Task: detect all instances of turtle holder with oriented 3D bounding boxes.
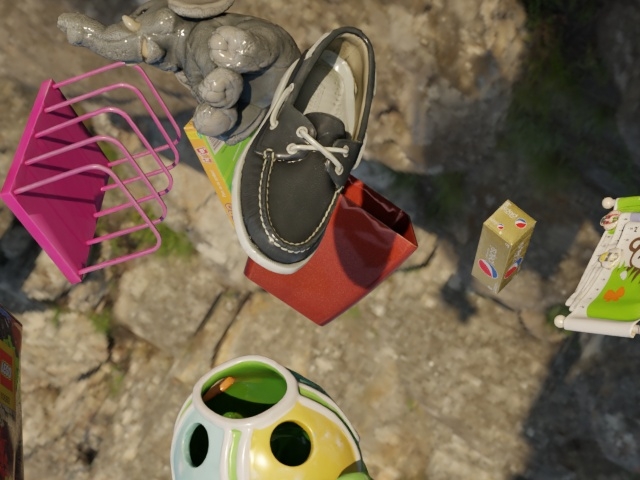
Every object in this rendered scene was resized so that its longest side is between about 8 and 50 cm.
[{"bbox_3d":[-0.060,0.286,1.225,0.320,0.243,0.227,-116,12,-60],"label":"turtle holder"}]

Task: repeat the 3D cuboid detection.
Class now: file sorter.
[{"bbox_3d":[-0.346,-0.120,1.599,0.182,0.291,0.202,-16,131,16],"label":"file sorter"}]

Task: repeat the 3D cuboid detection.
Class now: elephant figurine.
[{"bbox_3d":[-0.151,-0.240,1.185,0.239,0.169,0.186,41,-166,26],"label":"elephant figurine"}]

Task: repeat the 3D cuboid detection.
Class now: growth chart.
[{"bbox_3d":[0.388,0.026,1.248,0.021,0.237,0.172,44,150,-24],"label":"growth chart"}]

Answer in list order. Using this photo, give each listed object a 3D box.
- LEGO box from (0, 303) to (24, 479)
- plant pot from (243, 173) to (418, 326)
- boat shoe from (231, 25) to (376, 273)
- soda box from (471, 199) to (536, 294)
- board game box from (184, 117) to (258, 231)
[{"bbox_3d":[-0.673,0.300,1.367,0.500,0.373,0.193,-9,158,-1],"label":"LEGO box"},{"bbox_3d":[0.000,0.000,1.870,0.267,0.236,0.267,34,-168,-7],"label":"plant pot"},{"bbox_3d":[-0.011,-0.105,1.021,0.114,0.303,0.091,26,140,-21],"label":"boat shoe"},{"bbox_3d":[0.290,0.013,1.598,0.058,0.061,0.181,41,161,21],"label":"soda box"},{"bbox_3d":[-0.118,-0.105,1.553,0.039,0.124,0.259,-1,130,34],"label":"board game box"}]
